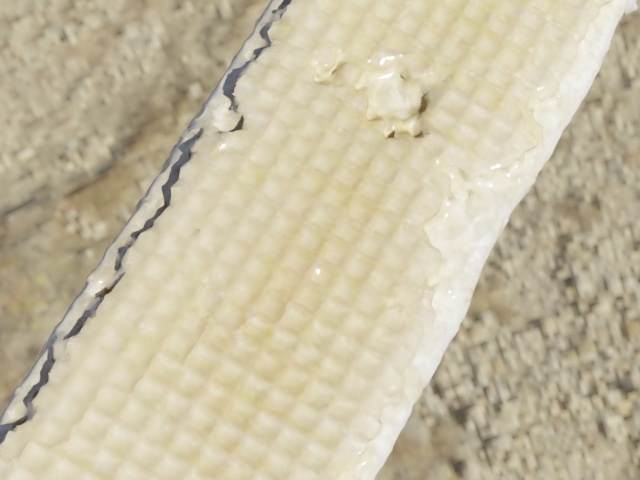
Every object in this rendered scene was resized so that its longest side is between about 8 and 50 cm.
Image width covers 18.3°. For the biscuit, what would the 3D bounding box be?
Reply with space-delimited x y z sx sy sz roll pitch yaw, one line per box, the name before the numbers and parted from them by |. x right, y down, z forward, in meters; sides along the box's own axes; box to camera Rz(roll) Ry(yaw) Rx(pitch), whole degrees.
biscuit | 0.000 0.000 0.806 0.144 0.078 0.426 29 64 2
